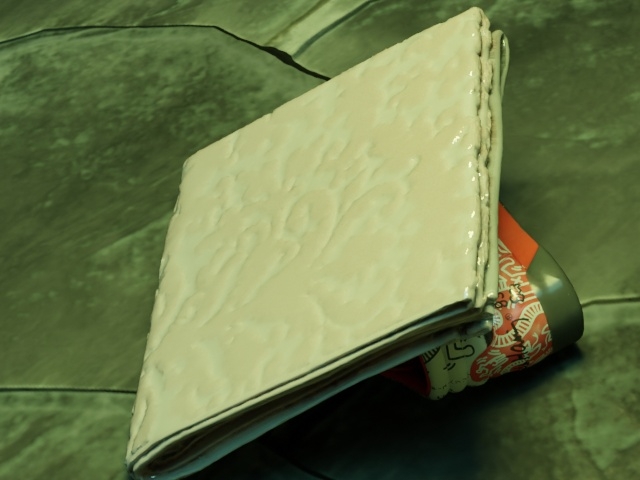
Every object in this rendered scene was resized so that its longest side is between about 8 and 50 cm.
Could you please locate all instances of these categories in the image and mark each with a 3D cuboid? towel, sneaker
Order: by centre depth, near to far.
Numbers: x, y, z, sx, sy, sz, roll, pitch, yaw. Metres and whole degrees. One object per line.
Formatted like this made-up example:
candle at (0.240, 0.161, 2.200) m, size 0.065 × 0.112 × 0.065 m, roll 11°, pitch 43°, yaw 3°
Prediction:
towel at (0.000, 0.000, 1.461) m, size 0.317 × 0.053 × 0.332 m, roll -26°, pitch 35°, yaw 28°
sneaker at (0.068, 0.012, 1.487) m, size 0.145 × 0.090 × 0.270 m, roll -25°, pitch 45°, yaw -15°
